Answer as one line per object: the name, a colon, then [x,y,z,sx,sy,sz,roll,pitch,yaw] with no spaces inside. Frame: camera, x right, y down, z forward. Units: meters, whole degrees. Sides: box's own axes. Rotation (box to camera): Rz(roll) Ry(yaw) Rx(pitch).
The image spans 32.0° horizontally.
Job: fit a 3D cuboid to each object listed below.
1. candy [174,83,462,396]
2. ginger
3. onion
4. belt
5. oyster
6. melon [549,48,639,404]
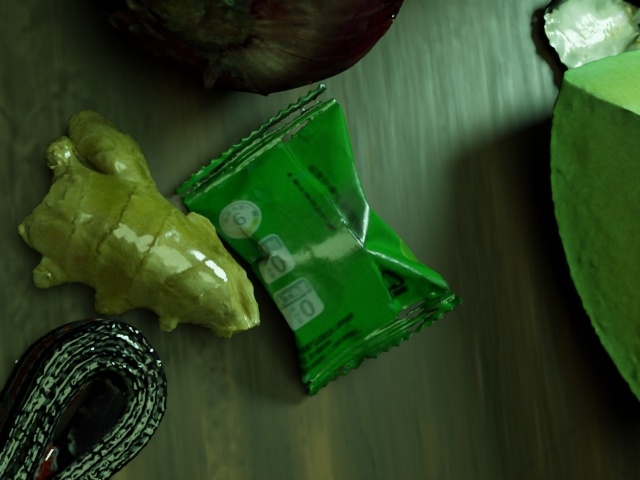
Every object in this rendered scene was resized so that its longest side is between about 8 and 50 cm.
candy: [0.002,-0.002,0.852,0.141,0.078,0.203,-34,89,-21]
ginger: [-0.134,0.005,0.799,0.205,0.081,0.115,47,38,1]
onion: [-0.048,-0.229,0.792,0.252,0.252,0.219,20,52,-16]
belt: [-0.225,0.204,0.730,0.126,0.094,0.359,33,72,-11]
oyster: [0.259,-0.202,0.988,0.122,0.045,0.146,14,85,-21]
melon: [0.386,-0.031,0.928,0.344,0.226,0.331,-13,74,-34]
